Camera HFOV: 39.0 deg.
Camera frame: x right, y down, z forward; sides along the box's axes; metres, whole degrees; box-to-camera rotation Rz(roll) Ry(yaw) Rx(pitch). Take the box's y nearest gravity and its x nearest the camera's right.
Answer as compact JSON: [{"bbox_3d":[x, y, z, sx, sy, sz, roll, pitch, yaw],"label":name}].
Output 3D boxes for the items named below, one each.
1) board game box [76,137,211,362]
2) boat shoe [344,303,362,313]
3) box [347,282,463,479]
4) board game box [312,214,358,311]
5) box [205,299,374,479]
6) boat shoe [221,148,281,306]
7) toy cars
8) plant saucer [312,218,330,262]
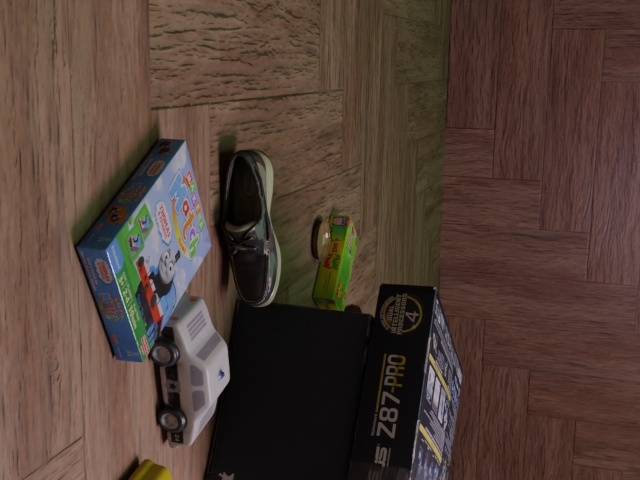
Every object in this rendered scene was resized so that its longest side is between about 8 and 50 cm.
[{"bbox_3d":[-0.191,0.007,1.024,0.211,0.039,0.160,-68,155,-49],"label":"board game box"},{"bbox_3d":[0.049,0.183,1.841,0.178,0.064,0.060,-59,151,-52],"label":"boat shoe"},{"bbox_3d":[0.141,0.284,1.379,0.395,0.097,0.318,61,35,-62],"label":"box"},{"bbox_3d":[0.032,0.051,1.784,0.092,0.043,0.181,65,33,-58],"label":"board game box"},{"bbox_3d":[0.001,0.288,1.448,0.395,0.212,0.293,48,49,-67],"label":"box"},{"bbox_3d":[-0.105,-0.017,1.257,0.073,0.080,0.223,-3,91,-68],"label":"boat shoe"},{"bbox_3d":[-0.165,0.262,1.093,0.176,0.087,0.393,54,42,-66],"label":"toy cars"},{"bbox_3d":[0.000,0.000,1.713,0.083,0.015,0.083,5,90,-74],"label":"plant saucer"}]
